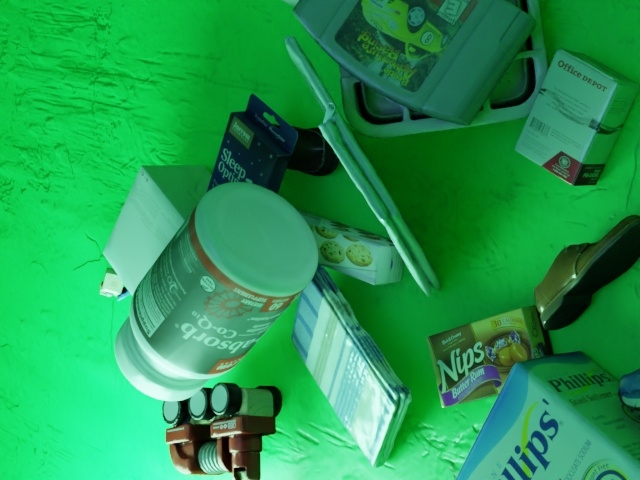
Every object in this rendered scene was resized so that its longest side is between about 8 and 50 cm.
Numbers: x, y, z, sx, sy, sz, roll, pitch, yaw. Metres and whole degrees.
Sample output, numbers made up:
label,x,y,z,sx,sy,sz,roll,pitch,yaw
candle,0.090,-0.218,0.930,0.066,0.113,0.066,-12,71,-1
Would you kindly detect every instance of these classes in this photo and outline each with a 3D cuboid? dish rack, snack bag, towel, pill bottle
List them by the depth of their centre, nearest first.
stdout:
label,x,y,z,sx,sy,sz,roll,pitch,yaw
dish rack,0.164,-0.315,1.746,0.286,0.072,0.332,-7,86,12
snack bag,0.056,-0.106,1.792,0.037,0.323,0.342,-31,65,4
towel,0.043,0.198,1.960,0.285,0.034,0.209,54,149,32
pill bottle,-0.177,0.092,1.989,0.363,0.210,0.210,-50,58,39

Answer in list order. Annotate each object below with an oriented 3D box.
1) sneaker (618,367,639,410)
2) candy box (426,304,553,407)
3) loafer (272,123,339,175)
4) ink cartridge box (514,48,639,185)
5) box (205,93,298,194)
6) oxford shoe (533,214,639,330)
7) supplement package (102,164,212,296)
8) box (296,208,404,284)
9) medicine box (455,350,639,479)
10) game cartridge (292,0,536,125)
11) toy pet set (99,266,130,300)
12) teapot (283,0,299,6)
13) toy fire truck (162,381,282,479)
label,x,y,z,sx,sy,sz,roll,pitch,yaw
sneaker,0.491,0.114,1.477,0.330,0.130,0.147,-34,53,38
candy box,0.242,0.166,1.771,0.187,0.053,0.109,-22,76,44
loafer,-0.057,-0.149,2.051,0.220,0.078,0.080,10,99,46
ink cartridge box,0.338,-0.162,1.645,0.109,0.063,0.150,39,118,37
box,-0.117,-0.113,2.041,0.136,0.037,0.225,43,126,34
oxford shoe,0.349,0.027,1.641,0.212,0.076,0.076,-49,48,35
supplement package,-0.250,0.003,2.210,0.194,0.149,0.203,50,125,33
box,0.000,0.000,2.009,0.324,0.063,0.067,20,107,44
medicine box,0.339,0.334,1.607,0.289,0.149,0.263,41,120,36
game cartridge,0.118,-0.292,1.694,0.294,0.060,0.196,34,98,12
toy pet set,-0.388,0.062,2.442,0.114,0.065,0.122,-111,36,-70
teapot,-0.031,-0.478,1.931,0.256,0.187,0.252,-50,58,34
toy fire truck,-0.153,0.380,2.150,0.217,0.159,0.246,-18,69,45
